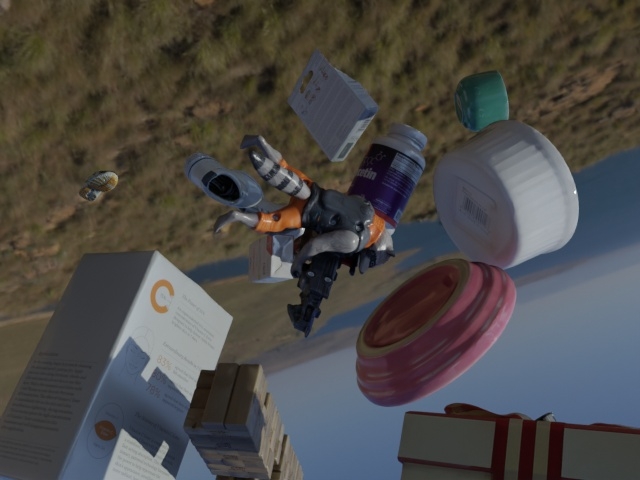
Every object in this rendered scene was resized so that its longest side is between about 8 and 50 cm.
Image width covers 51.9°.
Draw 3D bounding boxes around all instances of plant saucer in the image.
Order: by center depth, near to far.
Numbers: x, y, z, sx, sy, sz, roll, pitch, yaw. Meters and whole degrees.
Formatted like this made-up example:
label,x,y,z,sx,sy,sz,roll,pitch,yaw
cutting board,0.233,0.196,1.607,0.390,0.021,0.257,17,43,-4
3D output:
label,x,y,z,sx,sy,sz,roll,pitch,yaw
plant saucer,0.184,0.144,1.163,0.332,0.084,0.332,-38,-168,9

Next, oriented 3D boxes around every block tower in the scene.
label,x,y,z,sx,sy,sz,roll,pitch,yaw
block tower,-0.099,0.304,0.939,0.090,0.097,0.336,0,135,12

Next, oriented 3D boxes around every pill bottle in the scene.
label,x,y,z,sx,sy,sz,roll,pitch,yaw
pill bottle,0.198,-0.185,1.988,0.181,0.323,0.181,26,174,3

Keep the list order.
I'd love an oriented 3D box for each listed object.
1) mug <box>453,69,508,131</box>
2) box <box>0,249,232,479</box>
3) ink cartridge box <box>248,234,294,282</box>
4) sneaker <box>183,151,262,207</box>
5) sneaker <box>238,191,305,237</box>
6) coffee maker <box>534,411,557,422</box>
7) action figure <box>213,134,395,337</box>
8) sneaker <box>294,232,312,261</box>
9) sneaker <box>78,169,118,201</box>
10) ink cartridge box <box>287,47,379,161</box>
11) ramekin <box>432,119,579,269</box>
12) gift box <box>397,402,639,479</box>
label,x,y,z,sx,sy,sz,roll,pitch,yaw
mug,0.360,-0.313,1.507,0.097,0.130,0.158,-13,178,2
box,-0.304,0.216,0.993,0.168,0.345,0.215,-2,145,31
ink cartridge box,-0.136,0.053,1.775,0.067,0.115,0.198,5,170,-24
sneaker,-0.206,-0.112,1.483,0.094,0.091,0.258,-47,151,12
sneaker,-0.183,-0.087,2.154,0.129,0.297,0.111,-35,150,-64
coffee maker,0.665,0.622,1.933,0.171,0.178,0.120,-29,149,-12
action figure,-0.014,-0.017,1.173,0.330,0.341,0.178,22,138,-17
sneaker,0.000,0.000,1.747,0.097,0.135,0.276,23,174,-18
sneaker,-0.300,-0.084,0.893,0.083,0.037,0.032,-18,135,41
ink cartridge box,0.028,-0.352,1.707,0.066,0.232,0.189,-8,146,-40
ramekin,0.340,-0.078,1.263,0.135,0.277,0.277,-26,174,-20
gift box,0.202,0.296,0.610,0.255,0.258,0.276,0,151,26
